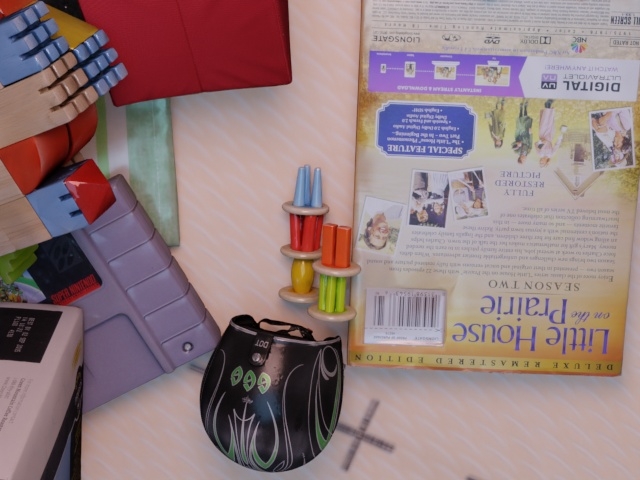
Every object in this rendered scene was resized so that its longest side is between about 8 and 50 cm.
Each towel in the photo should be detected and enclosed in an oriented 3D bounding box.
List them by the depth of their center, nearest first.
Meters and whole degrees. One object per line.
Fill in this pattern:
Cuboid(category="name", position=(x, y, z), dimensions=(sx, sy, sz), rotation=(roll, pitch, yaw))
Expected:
Cuboid(category="towel", position=(-0.320, -0.112, 1.319), dimensions=(0.325, 0.038, 0.248), rotation=(-1, 105, 0))

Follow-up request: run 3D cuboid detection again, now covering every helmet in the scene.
Cuboid(category="helmet", position=(-0.053, 0.172, 1.314), dimensions=(0.169, 0.169, 0.161), rotation=(11, 95, -1))

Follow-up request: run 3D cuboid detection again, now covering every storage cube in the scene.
Cuboid(category="storage cube", position=(-0.130, -0.270, 1.162), dimensions=(0.184, 0.215, 0.193), rotation=(-7, 138, 3))

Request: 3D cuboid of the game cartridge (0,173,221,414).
Cuboid(category="game cartridge", position=(-0.319, 0.098, 1.340), dimensions=(0.355, 0.068, 0.230), rotation=(-27, 113, 10))

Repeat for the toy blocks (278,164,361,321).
Cuboid(category="toy blocks", position=(0.000, 0.000, 1.293), dimensions=(0.054, 0.123, 0.148), rotation=(-5, 106, -29))

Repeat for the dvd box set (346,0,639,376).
Cuboid(category="dvd box set", position=(0.187, -0.064, 1.299), dimensions=(0.308, 0.062, 0.420), rotation=(1, 103, 1))

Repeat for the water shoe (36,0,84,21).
Cuboid(category="water shoe", position=(-0.323, -0.243, 1.257), dimensions=(0.203, 0.080, 0.073), rotation=(-11, 135, -2))

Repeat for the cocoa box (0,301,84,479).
Cuboid(category="cocoa box", position=(-0.371, 0.229, 1.174), dimensions=(0.231, 0.347, 0.228), rotation=(4, 112, -2))

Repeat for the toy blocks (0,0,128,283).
Cuboid(category="toy blocks", position=(-0.304, -0.140, 1.106), dimensions=(0.261, 0.191, 0.381), rotation=(-16, 113, 32))
